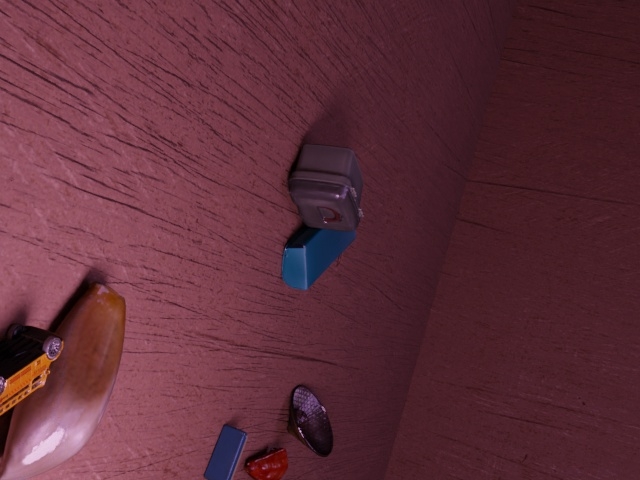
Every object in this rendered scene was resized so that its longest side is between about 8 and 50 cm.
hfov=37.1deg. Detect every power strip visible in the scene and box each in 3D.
[{"bbox_3d":[-0.198,0.456,2.027,0.032,0.056,0.123,60,47,-62],"label":"power strip"}]

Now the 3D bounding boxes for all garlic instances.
[{"bbox_3d":[-0.353,0.206,1.359,0.143,0.112,0.318,72,26,-53],"label":"garlic"}]

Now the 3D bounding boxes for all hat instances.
[{"bbox_3d":[-0.049,0.475,2.448,0.193,0.082,0.193,51,22,-30],"label":"hat"}]

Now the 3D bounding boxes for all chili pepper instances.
[{"bbox_3d":[-0.136,0.536,2.265,0.169,0.065,0.088,24,80,-67],"label":"chili pepper"}]

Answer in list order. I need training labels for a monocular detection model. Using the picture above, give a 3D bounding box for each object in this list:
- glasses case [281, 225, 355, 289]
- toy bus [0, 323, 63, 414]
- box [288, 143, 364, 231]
[{"bbox_3d":[-0.001,-0.002,2.244,0.301,0.070,0.117,-42,136,-56],"label":"glasses case"},{"bbox_3d":[-0.401,0.170,1.217,0.162,0.070,0.074,-40,141,-57],"label":"toy bus"},{"bbox_3d":[0.019,-0.114,2.091,0.210,0.148,0.129,66,35,-65],"label":"box"}]
